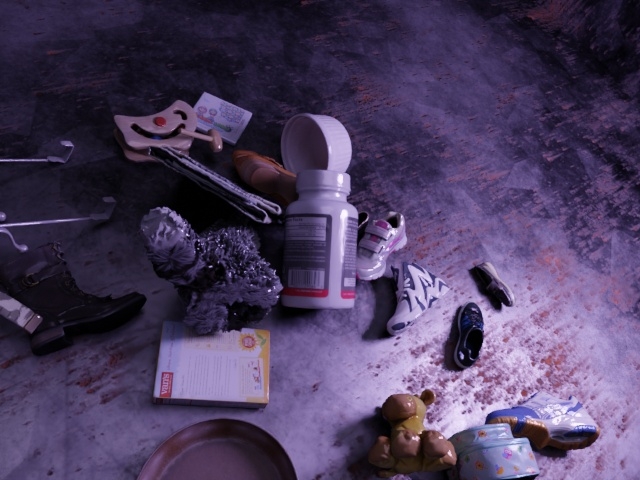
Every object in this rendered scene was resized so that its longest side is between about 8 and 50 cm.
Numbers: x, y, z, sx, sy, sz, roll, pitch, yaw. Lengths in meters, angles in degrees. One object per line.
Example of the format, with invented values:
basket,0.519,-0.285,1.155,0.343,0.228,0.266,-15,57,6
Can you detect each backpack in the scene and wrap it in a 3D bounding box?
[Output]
backpack,0.369,0.475,1.153,0.166,0.188,0.144,1,65,-14

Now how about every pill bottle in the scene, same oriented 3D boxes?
pill bottle,0.000,0.000,1.267,0.176,0.176,0.318,4,86,-18

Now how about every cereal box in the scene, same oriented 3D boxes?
cereal box,-0.232,0.270,1.158,0.240,0.047,0.173,8,54,-15

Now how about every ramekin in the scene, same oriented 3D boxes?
ramekin,-0.007,-0.253,1.494,0.109,0.207,0.207,-16,65,-39

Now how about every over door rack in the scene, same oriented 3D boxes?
over door rack,-0.667,-0.094,1.192,0.324,0.108,0.239,-22,61,-45

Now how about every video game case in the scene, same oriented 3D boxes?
video game case,-0.297,-0.357,1.560,0.157,0.019,0.143,23,53,-5

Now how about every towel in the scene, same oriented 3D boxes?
towel,-0.227,-0.134,1.287,0.312,0.324,0.056,32,93,1

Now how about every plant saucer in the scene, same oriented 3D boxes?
plant saucer,-0.192,0.489,0.993,0.311,0.050,0.310,2,52,-2

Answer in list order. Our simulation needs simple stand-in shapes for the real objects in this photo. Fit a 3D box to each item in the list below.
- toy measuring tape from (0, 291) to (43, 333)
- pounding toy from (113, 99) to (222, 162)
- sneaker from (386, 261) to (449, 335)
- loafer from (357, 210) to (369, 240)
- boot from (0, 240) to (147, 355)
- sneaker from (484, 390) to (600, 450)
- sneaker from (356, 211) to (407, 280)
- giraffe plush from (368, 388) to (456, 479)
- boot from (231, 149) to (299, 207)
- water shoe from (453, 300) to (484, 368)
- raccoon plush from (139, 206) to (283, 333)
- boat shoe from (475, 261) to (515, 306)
toy measuring tape,-0.702,0.099,1.055,0.330,0.121,0.121,31,53,-4
pounding toy,-0.398,-0.306,1.398,0.270,0.155,0.154,-4,68,-23
sneaker,0.216,0.136,1.391,0.235,0.094,0.153,-34,71,-31
loafer,0.024,-0.009,1.413,0.267,0.084,0.096,-31,74,-34
boot,-0.532,0.096,1.131,0.263,0.091,0.229,-21,69,-28
sneaker,0.529,0.440,1.320,0.297,0.111,0.131,9,35,-14
sneaker,0.147,0.005,1.419,0.103,0.111,0.252,19,44,25
giraffe plush,0.192,0.405,1.154,0.181,0.210,0.170,-4,51,5
boot,-0.106,-0.150,1.437,0.283,0.109,0.220,19,13,-30
water shoe,0.406,0.240,1.399,0.073,0.080,0.203,24,53,-6
raccoon plush,-0.225,-0.014,1.124,0.216,0.446,0.299,-17,52,-7
boat shoe,0.496,0.131,1.526,0.049,0.056,0.152,-15,55,-23
